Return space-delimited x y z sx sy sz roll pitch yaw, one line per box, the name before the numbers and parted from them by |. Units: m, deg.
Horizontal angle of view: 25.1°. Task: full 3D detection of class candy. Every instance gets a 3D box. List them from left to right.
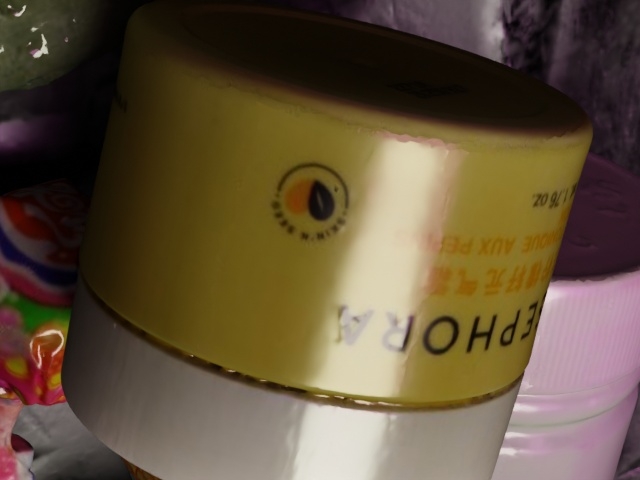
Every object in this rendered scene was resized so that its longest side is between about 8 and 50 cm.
candy | -0.207 0.124 0.845 0.124 0.124 0.365 8 123 -34

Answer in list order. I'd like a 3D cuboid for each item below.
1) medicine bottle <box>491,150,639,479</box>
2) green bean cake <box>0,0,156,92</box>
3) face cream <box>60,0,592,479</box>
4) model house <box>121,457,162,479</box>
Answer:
medicine bottle | 0.099 0.107 0.931 0.202 0.202 0.316 -7 123 -27
green bean cake | -0.163 -0.184 0.645 0.222 0.125 0.227 -26 134 -13
face cream | 0.000 0.000 0.674 0.218 0.218 0.179 2 111 -32
model house | -0.071 0.138 0.926 0.101 0.088 0.100 -26 131 -18
